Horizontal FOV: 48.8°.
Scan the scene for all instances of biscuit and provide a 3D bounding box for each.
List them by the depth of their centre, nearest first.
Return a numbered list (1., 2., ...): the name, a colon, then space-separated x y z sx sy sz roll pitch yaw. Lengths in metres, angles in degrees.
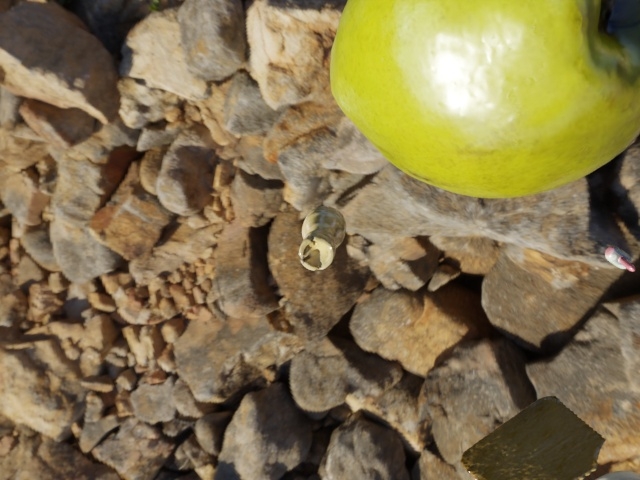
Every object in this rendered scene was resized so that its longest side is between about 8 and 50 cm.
1. biscuit: 0.399 0.404 1.329 0.236 0.232 0.013 -35 111 -3

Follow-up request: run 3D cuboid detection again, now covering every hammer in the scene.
1. hammer: 0.571 0.040 1.329 0.052 0.083 0.031 30 106 -9

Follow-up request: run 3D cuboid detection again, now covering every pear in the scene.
1. pear: 0.136 -0.157 0.585 0.252 0.307 0.253 1 89 -30

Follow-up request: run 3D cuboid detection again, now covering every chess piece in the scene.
1. chess piece: 0.000 0.000 0.986 0.066 0.122 0.066 2 111 6

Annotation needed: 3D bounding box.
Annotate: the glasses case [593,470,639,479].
1. glasses case: 0.227 0.291 0.650 0.081 0.051 0.204 37 105 -22
